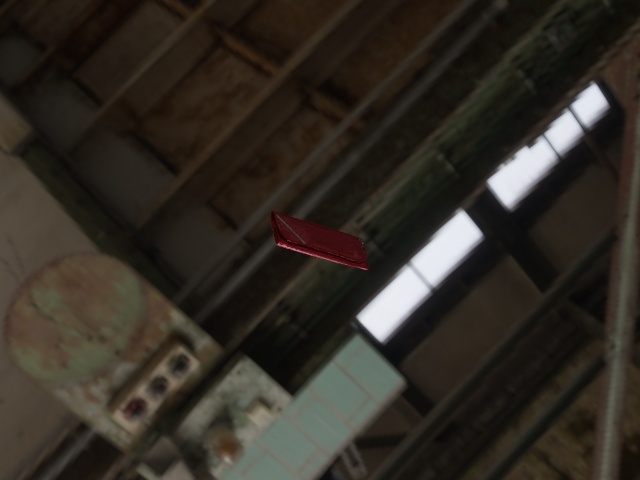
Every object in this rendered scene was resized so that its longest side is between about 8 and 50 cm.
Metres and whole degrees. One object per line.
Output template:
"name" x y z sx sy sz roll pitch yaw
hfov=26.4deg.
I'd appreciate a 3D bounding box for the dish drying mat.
"dish drying mat" 0.000 0.000 1.013 0.008 0.083 0.032 -49 -139 33
